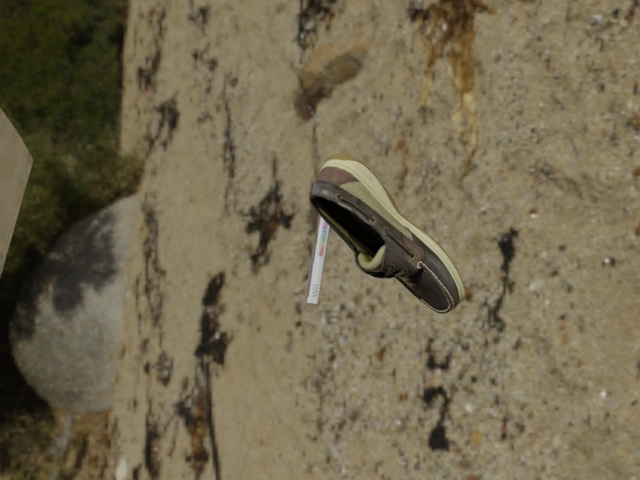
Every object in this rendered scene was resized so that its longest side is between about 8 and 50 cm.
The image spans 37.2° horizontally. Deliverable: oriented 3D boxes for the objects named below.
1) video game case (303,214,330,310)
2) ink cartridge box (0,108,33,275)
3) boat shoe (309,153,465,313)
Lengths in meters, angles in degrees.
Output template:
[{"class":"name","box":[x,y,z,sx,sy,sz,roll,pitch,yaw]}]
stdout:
[{"class":"video game case","box":[0.000,0.000,0.852,0.087,0.011,0.122,115,164,-81]},{"class":"ink cartridge box","box":[-0.380,0.012,0.787,0.197,0.198,0.270,142,141,-78]},{"class":"boat shoe","box":[0.046,0.005,0.711,0.049,0.152,0.056,-52,14,-31]}]
